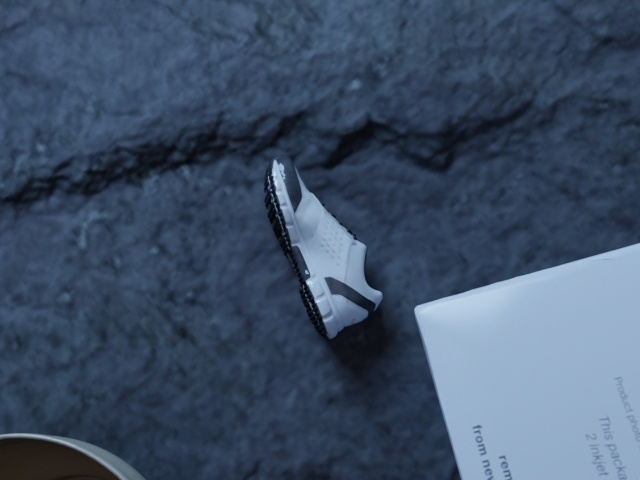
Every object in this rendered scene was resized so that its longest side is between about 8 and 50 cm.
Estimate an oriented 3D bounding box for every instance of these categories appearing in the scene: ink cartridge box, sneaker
[{"bbox_3d":[0.206,0.112,0.472,0.270,0.198,0.197,-16,61,5],"label":"ink cartridge box"},{"bbox_3d":[0.000,0.000,0.616,0.044,0.040,0.109,-22,87,-12],"label":"sneaker"}]

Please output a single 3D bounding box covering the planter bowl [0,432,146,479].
[{"bbox_3d":[-0.144,0.181,0.578,0.162,0.109,0.162,-1,85,7],"label":"planter bowl"}]
